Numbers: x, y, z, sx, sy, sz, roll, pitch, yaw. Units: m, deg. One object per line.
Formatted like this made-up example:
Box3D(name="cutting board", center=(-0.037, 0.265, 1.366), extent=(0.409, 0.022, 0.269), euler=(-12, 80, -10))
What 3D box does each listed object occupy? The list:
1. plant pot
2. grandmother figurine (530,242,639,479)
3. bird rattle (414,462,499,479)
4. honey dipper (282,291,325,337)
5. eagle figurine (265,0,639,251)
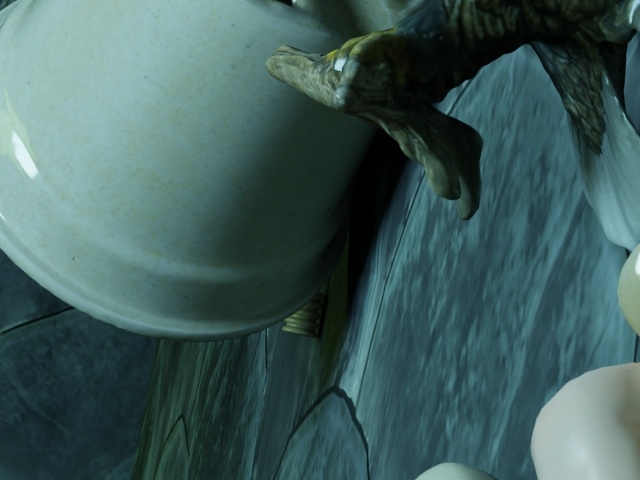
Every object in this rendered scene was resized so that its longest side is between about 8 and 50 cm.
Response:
Box3D(name="plant pot", center=(-0.066, -0.145, 1.426), extent=(0.305, 0.333, 0.334), euler=(129, 152, -48))
Box3D(name="grandmother figurine", center=(0.119, 0.147, 0.518), extent=(0.342, 0.104, 0.208), euler=(-89, 4, -57))
Box3D(name="bird rattle", center=(0.047, 0.202, 0.973), extent=(0.207, 0.143, 0.253), euler=(-59, 7, 35))
Box3D(name="honey dipper", center=(0.000, 0.000, 1.632), extent=(0.030, 0.030, 0.161), euler=(166, 117, -80))
Box3D(name="eagle figurine", center=(0.102, -0.167, 0.830), extent=(0.226, 0.225, 0.298), euler=(39, 90, 35))
